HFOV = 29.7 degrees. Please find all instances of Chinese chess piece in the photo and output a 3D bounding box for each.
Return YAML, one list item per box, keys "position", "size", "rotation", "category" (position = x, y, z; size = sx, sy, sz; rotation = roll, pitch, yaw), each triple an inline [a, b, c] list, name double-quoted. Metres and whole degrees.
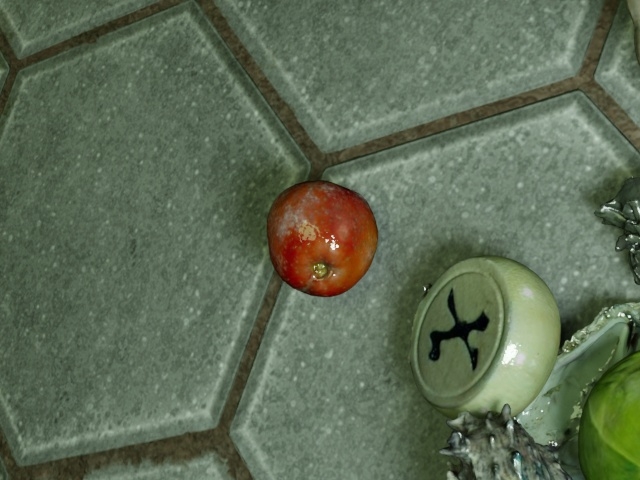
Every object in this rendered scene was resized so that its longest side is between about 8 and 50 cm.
- position: [0.214, 0.133, 1.618]
  size: [0.237, 0.092, 0.238]
  rotation: [-35, 46, 46]
  category: "Chinese chess piece"

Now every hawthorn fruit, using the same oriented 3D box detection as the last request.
- position: [0.000, 0.000, 1.800]
  size: [0.172, 0.173, 0.173]
  rotation: [-10, 71, 30]
  category: "hawthorn fruit"

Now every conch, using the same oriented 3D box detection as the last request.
- position: [0.234, 0.345, 1.504]
  size: [0.186, 0.313, 0.240]
  rotation: [-38, 13, -10]
  category: "conch"

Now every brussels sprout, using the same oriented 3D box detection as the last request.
- position: [0.446, 0.230, 1.417]
  size: [0.271, 0.210, 0.220]
  rotation: [3, 106, -5]
  category: "brussels sprout"

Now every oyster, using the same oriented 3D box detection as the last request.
- position: [0.338, 0.201, 1.572]
  size: [0.199, 0.087, 0.252]
  rotation: [-1, 80, 25]
  category: "oyster"

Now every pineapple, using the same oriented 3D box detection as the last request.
- position: [0.449, 0.013, 1.552]
  size: [0.119, 0.111, 0.237]
  rotation: [-28, 52, -11]
  category: "pineapple"

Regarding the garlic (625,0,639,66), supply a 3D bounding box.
- position: [0.535, -0.283, 1.498]
  size: [0.321, 0.241, 0.322]
  rotation: [8, 116, 15]
  category: "garlic"
